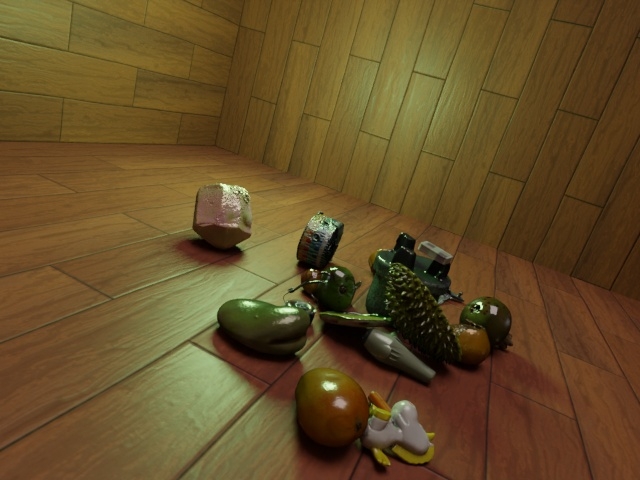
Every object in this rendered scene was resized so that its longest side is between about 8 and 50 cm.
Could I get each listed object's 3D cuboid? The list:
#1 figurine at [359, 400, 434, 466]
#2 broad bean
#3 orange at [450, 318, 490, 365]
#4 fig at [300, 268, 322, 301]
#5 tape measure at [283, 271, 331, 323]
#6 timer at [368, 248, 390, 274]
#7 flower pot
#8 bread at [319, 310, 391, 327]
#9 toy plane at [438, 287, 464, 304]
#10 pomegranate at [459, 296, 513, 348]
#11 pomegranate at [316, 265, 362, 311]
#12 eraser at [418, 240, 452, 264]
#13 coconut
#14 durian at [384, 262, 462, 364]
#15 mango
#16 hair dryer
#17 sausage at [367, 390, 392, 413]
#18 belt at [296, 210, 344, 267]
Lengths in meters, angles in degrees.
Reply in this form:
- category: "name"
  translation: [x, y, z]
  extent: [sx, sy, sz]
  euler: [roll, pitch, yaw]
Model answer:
- category: "figurine"
  translation: [0.168, 0.414, 0.945]
  extent: [0.178, 0.109, 0.130]
  euler: [8, 46, -26]
- category: "broad bean"
  translation: [-0.159, 0.228, 1.184]
  extent: [0.263, 0.121, 0.189]
  euler: [9, 16, 26]
- category: "orange"
  translation: [0.467, 0.323, 1.408]
  extent: [0.156, 0.134, 0.156]
  euler: [27, 12, -6]
- category: "fig"
  translation: [-0.030, 0.161, 1.553]
  extent: [0.088, 0.089, 0.125]
  euler: [15, 40, -6]
- category: "tape measure"
  translation: [-0.040, 0.173, 1.348]
  extent: [0.104, 0.180, 0.107]
  euler: [27, 11, -23]
- category: "timer"
  translation: [0.274, 0.133, 1.874]
  extent: [0.132, 0.132, 0.152]
  euler: [13, 41, -10]
- category: "flower pot"
  translation: [0.319, 0.141, 1.573]
  extent: [0.298, 0.283, 0.299]
  euler: [14, 18, -5]
- category: "bread"
  translation: [0.107, 0.244, 1.358]
  extent: [0.228, 0.034, 0.228]
  euler: [5, -4, 0]
- category: "toy plane"
  translation: [0.525, 0.218, 1.903]
  extent: [0.226, 0.058, 0.226]
  euler: [16, 33, -2]
- category: "pomegranate"
  translation: [0.587, 0.308, 1.551]
  extent: [0.179, 0.211, 0.179]
  euler: [-20, 8, 3]
- category: "pomegranate"
  translation: [0.069, 0.169, 1.513]
  extent: [0.131, 0.152, 0.191]
  euler: [18, -6, 31]
- category: "eraser"
  translation: [0.380, 0.040, 1.456]
  extent: [0.105, 0.026, 0.065]
  euler: [35, 24, 29]
- category: "coconut"
  translation: [-0.379, -0.086, 1.726]
  extent: [0.233, 0.245, 0.233]
  euler: [-4, -19, -1]
- category: "durian"
  translation: [0.310, 0.214, 1.321]
  extent: [0.169, 0.158, 0.352]
  euler: [-15, 71, -56]
- category: "mango"
  translation: [0.023, 0.345, 0.938]
  extent: [0.151, 0.121, 0.221]
  euler: [2, 10, -7]
- category: "hair dryer"
  translation: [0.247, 0.337, 1.291]
  extent: [0.219, 0.088, 0.224]
  euler: [37, 11, 33]
- category: "sausage"
  translation: [0.153, 0.402, 1.036]
  extent: [0.031, 0.031, 0.107]
  euler: [6, 20, -32]
- category: "belt"
  translation: [0.000, 0.000, 1.842]
  extent: [0.150, 0.207, 0.257]
  euler: [23, 26, 11]
